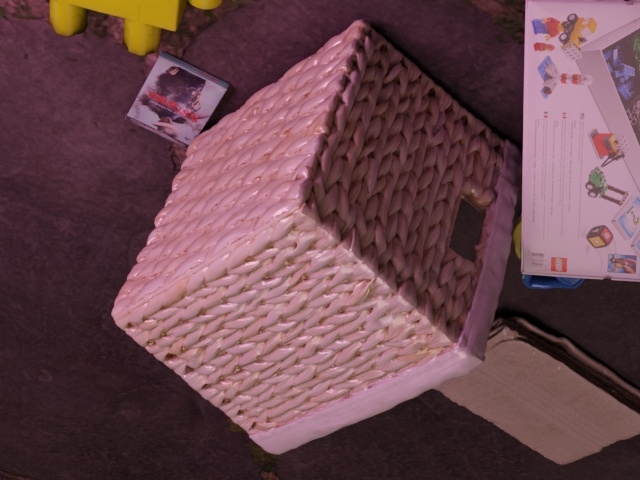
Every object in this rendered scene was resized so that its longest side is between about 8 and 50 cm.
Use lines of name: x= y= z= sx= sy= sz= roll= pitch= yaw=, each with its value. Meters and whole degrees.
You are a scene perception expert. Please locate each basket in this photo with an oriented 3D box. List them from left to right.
basket: x=0.000 y=0.000 z=1.499 sx=0.266 sy=0.328 sz=0.331 roll=40 pitch=133 yaw=-22

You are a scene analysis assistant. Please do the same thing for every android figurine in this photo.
android figurine: x=-0.214 y=-0.309 z=1.412 sx=0.248 sy=0.056 sz=0.273 roll=14 pitch=140 yaw=2

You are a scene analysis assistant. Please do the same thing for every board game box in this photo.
board game box: x=0.303 y=-0.104 z=1.410 sx=0.193 sy=0.053 sz=0.305 roll=4 pitch=116 yaw=13

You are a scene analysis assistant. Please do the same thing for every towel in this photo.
towel: x=0.291 y=0.203 z=1.854 sx=0.282 sy=0.049 sz=0.187 roll=33 pitch=138 yaw=-22

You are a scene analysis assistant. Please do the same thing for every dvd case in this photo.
dvd case: x=-0.166 y=-0.160 z=1.601 sx=0.087 sy=0.013 sz=0.119 roll=26 pitch=140 yaw=-13

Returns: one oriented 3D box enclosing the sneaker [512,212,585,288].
sneaker: x=0.314 y=-0.011 z=1.539 sx=0.091 sy=0.126 sz=0.240 roll=35 pitch=136 yaw=-23
